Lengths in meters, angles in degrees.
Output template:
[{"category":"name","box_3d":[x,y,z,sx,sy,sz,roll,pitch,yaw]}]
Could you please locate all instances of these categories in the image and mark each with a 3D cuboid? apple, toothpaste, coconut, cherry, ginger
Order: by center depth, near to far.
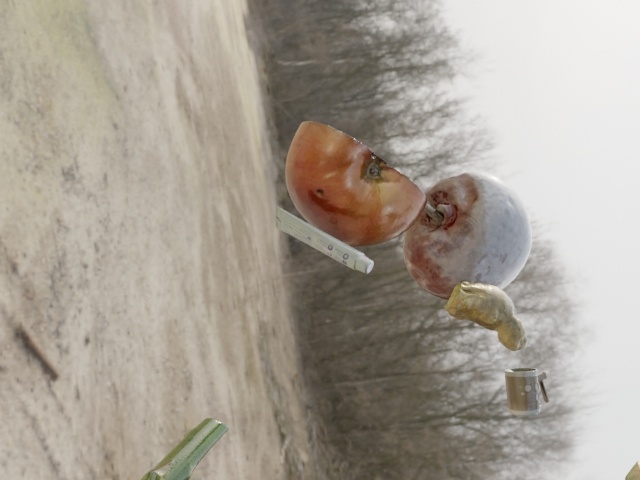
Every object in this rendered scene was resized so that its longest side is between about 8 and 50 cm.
[{"category":"ginger","box_3d":[0.297,0.115,1.250,0.205,0.081,0.115,36,52,-33]},{"category":"toothpaste","box_3d":[0.000,0.000,1.251,0.218,0.033,0.052,28,-45,28]},{"category":"apple","box_3d":[0.046,-0.083,1.366,0.163,0.293,0.251,-59,-171,-6]},{"category":"cherry","box_3d":[0.370,-0.013,1.723,0.291,0.335,0.326,40,-56,46]},{"category":"coconut","box_3d":[0.925,0.683,1.986,0.116,0.122,0.116,-5,90,-70]}]

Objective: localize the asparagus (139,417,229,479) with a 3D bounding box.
[{"category":"asparagus","box_3d":[-0.269,0.429,1.399,0.060,0.067,0.277,-62,171,26]}]

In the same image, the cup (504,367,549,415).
[{"category":"cup","box_3d":[0.465,0.341,1.598,0.102,0.074,0.099,1,84,-51]}]
